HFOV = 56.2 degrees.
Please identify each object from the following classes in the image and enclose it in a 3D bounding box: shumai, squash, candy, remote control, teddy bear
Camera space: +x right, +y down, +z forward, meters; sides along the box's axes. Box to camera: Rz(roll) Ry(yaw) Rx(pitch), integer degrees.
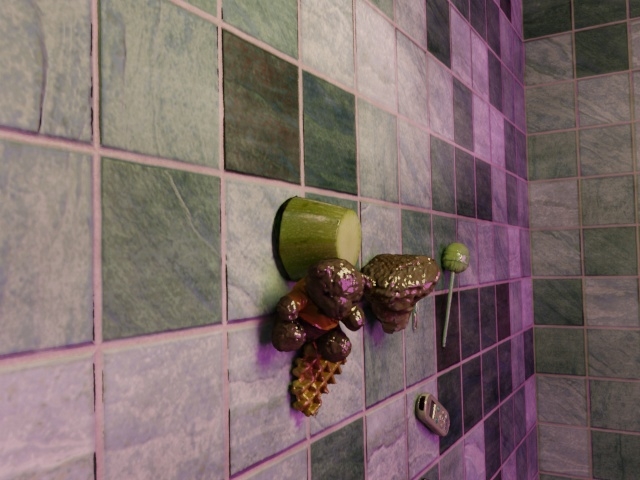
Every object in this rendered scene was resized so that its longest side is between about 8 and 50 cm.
[{"bbox_3d":[0.187,0.128,1.418,0.206,0.166,0.176,-22,118,-33],"label":"shumai"},{"bbox_3d":[0.000,0.000,1.142,0.170,0.122,0.170,-9,100,-63],"label":"squash"},{"bbox_3d":[0.410,0.173,1.890,0.092,0.093,0.336,10,86,-16],"label":"candy"},{"bbox_3d":[0.324,0.503,1.728,0.221,0.042,0.078,48,49,-46],"label":"remote control"},{"bbox_3d":[0.004,0.112,1.073,0.177,0.190,0.140,17,36,-31],"label":"teddy bear"}]

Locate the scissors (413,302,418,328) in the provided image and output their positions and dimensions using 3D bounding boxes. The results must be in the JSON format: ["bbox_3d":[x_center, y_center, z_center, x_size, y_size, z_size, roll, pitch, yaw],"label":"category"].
[{"bbox_3d":[0.267,0.189,1.680,0.058,0.014,0.119,26,63,-52],"label":"scissors"}]

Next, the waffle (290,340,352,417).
[{"bbox_3d":[0.001,0.257,1.186,0.160,0.046,0.192,44,51,-49],"label":"waffle"}]

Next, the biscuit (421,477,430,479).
[{"bbox_3d":[0.287,0.706,1.660,0.087,0.027,0.089,34,59,-55],"label":"biscuit"}]
